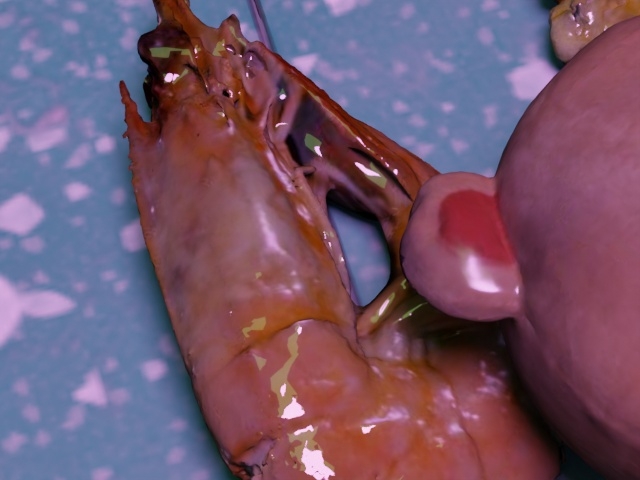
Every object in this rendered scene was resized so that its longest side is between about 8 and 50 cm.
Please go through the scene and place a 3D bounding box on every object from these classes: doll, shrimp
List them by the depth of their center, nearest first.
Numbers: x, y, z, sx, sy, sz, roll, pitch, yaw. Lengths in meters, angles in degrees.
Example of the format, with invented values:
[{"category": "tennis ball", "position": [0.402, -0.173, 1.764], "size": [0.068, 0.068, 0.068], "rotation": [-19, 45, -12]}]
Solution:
[{"category": "doll", "position": [0.196, 0.052, 0.615], "size": [0.235, 0.174, 0.330], "rotation": [-26, 60, -29]}, {"category": "shrimp", "position": [0.000, 0.000, 0.706], "size": [0.145, 0.061, 0.267], "rotation": [-21, 58, -20]}]

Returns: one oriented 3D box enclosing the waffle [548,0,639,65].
[{"category": "waffle", "position": [0.172, -0.133, 0.777], "size": [0.169, 0.036, 0.184], "rotation": [-1, 67, 6]}]
